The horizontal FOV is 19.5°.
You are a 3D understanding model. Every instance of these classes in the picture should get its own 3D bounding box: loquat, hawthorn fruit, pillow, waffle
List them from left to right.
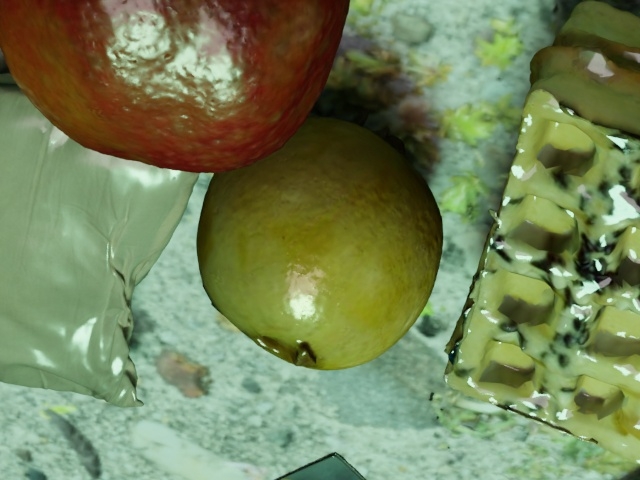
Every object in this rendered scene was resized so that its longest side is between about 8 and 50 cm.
[{"bbox_3d":[-0.169,0.008,1.167,0.173,0.067,0.270,17,132,-1],"label":"pillow"},{"bbox_3d":[-0.079,-0.119,0.971,0.190,0.189,0.251,7,138,3],"label":"hawthorn fruit"},{"bbox_3d":[0.000,0.000,1.081,0.137,0.163,0.163,-13,131,48],"label":"loquat"},{"bbox_3d":[0.272,0.038,1.035,0.376,0.114,0.261,22,136,10],"label":"waffle"}]

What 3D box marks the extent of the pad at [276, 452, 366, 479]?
[{"bbox_3d":[-0.033,0.249,1.396,0.243,0.004,0.163,-28,121,29],"label":"pad"}]
